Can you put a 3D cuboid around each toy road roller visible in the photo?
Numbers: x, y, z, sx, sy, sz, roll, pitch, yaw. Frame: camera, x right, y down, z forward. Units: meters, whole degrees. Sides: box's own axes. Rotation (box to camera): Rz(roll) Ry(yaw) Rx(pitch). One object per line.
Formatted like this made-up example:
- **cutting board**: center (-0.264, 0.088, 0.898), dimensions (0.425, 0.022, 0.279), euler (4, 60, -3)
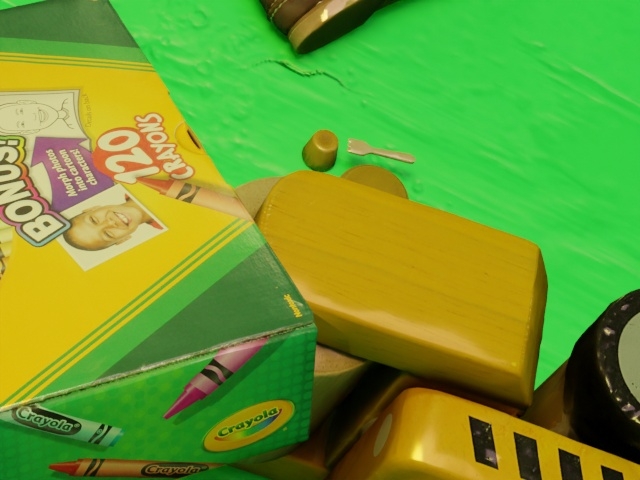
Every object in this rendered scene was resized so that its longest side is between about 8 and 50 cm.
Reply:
- **toy road roller**: center (0.056, 0.134, 1.055), dimensions (0.329, 0.202, 0.241), euler (21, 57, -9)

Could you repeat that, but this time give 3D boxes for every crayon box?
- **crayon box**: center (-0.133, 0.000, 0.949), dimensions (0.165, 0.081, 0.278), euler (-15, 45, -20)

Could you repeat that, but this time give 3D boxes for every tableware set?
- **tableware set**: center (0.000, 0.000, 1.224), dimensions (0.104, 0.024, 0.154), euler (14, 59, -8)

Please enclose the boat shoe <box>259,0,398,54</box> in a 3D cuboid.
- **boat shoe**: center (0.046, -0.196, 1.321), dimensions (0.207, 0.073, 0.073), euler (-27, 75, -31)
